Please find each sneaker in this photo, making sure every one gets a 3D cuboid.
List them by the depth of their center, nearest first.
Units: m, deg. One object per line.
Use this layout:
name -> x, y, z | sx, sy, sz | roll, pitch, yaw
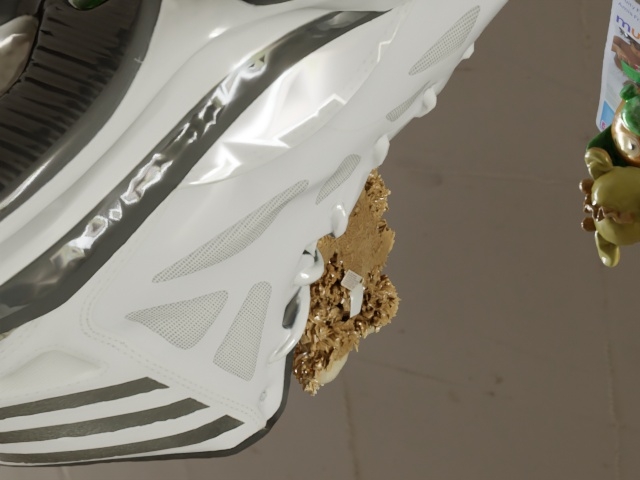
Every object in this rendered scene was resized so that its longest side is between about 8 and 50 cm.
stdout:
sneaker -> -0.025, -0.060, 0.512 | 0.169, 0.447, 0.257 | 43, -18, 33

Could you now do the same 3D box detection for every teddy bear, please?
teddy bear -> 0.000, 0.000, 1.061 | 0.113, 0.245, 0.338 | 20, -31, 33

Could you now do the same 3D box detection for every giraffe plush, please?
giraffe plush -> 0.372, -0.031, 1.097 | 0.170, 0.210, 0.181 | 7, -97, 56

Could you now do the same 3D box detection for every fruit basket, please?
fruit basket -> 0.446, -0.103, 1.220 | 0.165, 0.353, 0.327 | -41, -112, 0
